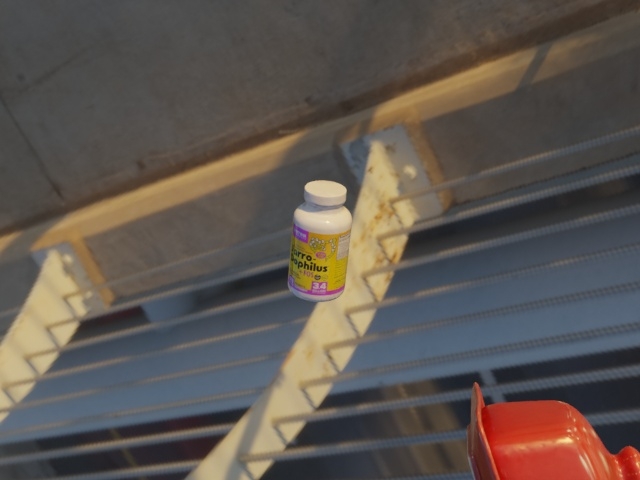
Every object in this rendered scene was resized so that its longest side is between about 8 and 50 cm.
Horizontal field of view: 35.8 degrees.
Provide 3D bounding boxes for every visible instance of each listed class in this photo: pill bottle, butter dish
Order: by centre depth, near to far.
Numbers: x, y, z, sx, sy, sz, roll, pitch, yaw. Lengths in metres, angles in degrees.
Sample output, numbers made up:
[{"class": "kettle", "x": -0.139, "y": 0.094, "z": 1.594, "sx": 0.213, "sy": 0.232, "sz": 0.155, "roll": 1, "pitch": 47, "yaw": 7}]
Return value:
[{"class": "butter dish", "x": 0.176, "y": 0.177, "z": 0.713, "sx": 0.118, "sy": 0.160, "sz": 0.160, "roll": -16, "pitch": 89, "yaw": 9}, {"class": "pill bottle", "x": 0.000, "y": 0.000, "z": 0.725, "sx": 0.043, "sy": 0.043, "sz": 0.083, "roll": 15, "pitch": 117, "yaw": 21}]
